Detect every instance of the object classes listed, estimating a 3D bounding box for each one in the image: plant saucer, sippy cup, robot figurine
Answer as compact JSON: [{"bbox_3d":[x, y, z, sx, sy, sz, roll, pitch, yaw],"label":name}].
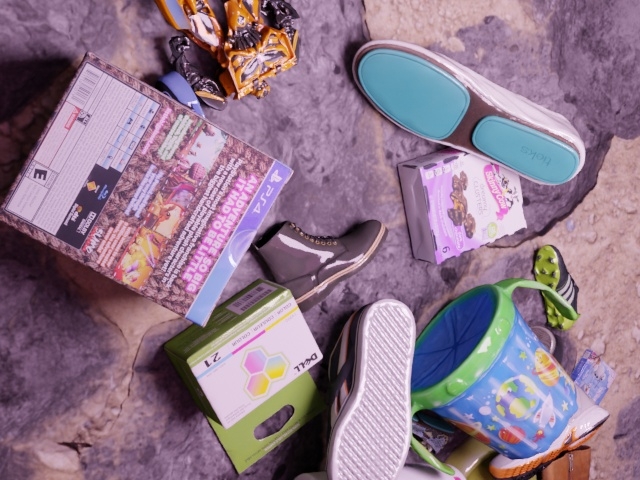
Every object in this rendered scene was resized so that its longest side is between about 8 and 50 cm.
[{"bbox_3d":[0.309,0.464,1.774,0.240,0.037,0.241,-6,101,-30],"label":"plant saucer"},{"bbox_3d":[0.284,0.227,1.575,0.224,0.240,0.305,40,120,-12],"label":"sippy cup"},{"bbox_3d":[-0.136,-0.325,1.354,0.211,0.085,0.291,-35,114,-19],"label":"robot figurine"}]

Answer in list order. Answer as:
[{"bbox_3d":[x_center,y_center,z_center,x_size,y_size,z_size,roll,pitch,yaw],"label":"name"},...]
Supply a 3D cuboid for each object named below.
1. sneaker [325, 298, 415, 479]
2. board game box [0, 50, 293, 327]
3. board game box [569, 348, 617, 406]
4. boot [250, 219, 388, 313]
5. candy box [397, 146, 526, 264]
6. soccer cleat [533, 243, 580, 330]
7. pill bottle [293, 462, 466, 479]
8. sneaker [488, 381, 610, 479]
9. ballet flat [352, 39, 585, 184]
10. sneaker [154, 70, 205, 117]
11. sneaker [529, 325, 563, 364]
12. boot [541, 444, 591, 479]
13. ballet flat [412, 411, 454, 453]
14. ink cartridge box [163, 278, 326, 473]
[{"bbox_3d":[0.072,0.255,1.519,0.126,0.127,0.321,17,76,-15],"label":"sneaker"},{"bbox_3d":[-0.222,-0.068,1.254,0.291,0.141,0.232,30,93,-13],"label":"board game box"},{"bbox_3d":[0.516,0.269,1.868,0.090,0.020,0.090,40,78,-30],"label":"board game box"},{"bbox_3d":[0.000,0.000,1.499,0.198,0.077,0.137,-42,111,-18],"label":"boot"},{"bbox_3d":[0.238,-0.072,1.619,0.196,0.070,0.165,-20,108,-26],"label":"candy box"},{"bbox_3d":[0.432,0.079,1.770,0.072,0.060,0.179,-33,120,-31],"label":"soccer cleat"},{"bbox_3d":[0.095,0.441,1.577,0.283,0.160,0.161,7,95,-30],"label":"pill bottle"},{"bbox_3d":[0.389,0.340,1.761,0.262,0.121,0.099,-23,149,-28],"label":"sneaker"},{"bbox_3d":[0.234,-0.214,1.548,0.400,0.139,0.139,25,86,-7],"label":"ballet flat"},{"bbox_3d":[-0.201,-0.113,1.357,0.090,0.081,0.232,-25,110,-29],"label":"sneaker"},{"bbox_3d":[0.361,0.258,1.744,0.222,0.083,0.118,-55,149,8],"label":"sneaker"},{"bbox_3d":[0.430,0.539,1.799,0.264,0.096,0.281,-10,104,-40],"label":"boot"},{"bbox_3d":[0.146,0.312,1.642,0.188,0.070,0.070,31,83,-27],"label":"ballet flat"},{"bbox_3d":[-0.087,0.216,1.470,0.188,0.097,0.255,-35,113,-21],"label":"ink cartridge box"}]
